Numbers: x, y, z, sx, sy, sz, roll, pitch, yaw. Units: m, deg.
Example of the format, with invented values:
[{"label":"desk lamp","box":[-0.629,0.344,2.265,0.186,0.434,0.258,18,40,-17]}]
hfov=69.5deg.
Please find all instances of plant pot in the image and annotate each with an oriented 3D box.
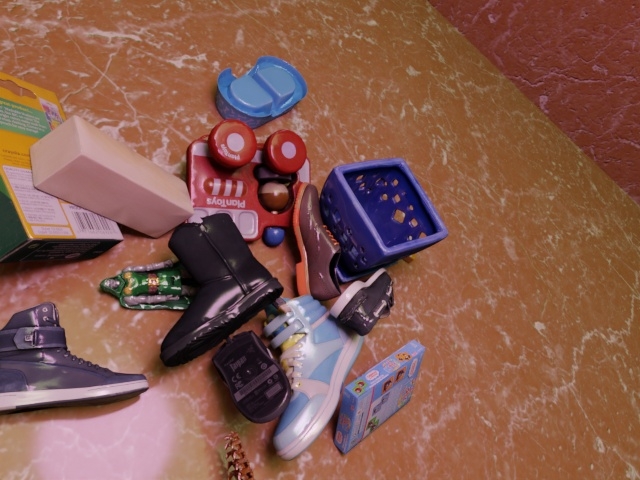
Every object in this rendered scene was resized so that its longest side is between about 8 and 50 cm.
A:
[{"label":"plant pot","box":[0.118,-0.039,1.111,0.236,0.212,0.236,-15,70,-39]}]

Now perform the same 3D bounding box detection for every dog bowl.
[{"label":"dog bowl","box":[-0.163,-0.400,1.259,0.166,0.074,0.297,47,48,2]}]

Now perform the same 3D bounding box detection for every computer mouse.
[{"label":"computer mouse","box":[-0.109,0.197,0.837,0.184,0.060,0.262,-39,51,-18]}]

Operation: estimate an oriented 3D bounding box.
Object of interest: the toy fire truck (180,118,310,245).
[{"label":"toy fire truck","box":[-0.161,-0.116,1.040,0.302,0.169,0.254,3,86,-33]}]

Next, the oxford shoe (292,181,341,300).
[{"label":"oxford shoe","box":[0.000,0.000,1.034,0.097,0.098,0.271,10,75,-70]}]

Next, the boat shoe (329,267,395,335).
[{"label":"boat shoe","box":[0.112,0.136,1.008,0.091,0.114,0.302,41,22,14]}]

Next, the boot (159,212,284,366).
[{"label":"boot","box":[-0.218,0.077,0.829,0.246,0.094,0.207,-35,70,-21]}]

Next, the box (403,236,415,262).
[{"label":"box","box":[0.207,-0.006,1.272,0.136,0.028,0.081,33,49,-7]}]

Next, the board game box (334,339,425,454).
[{"label":"board game box","box":[0.121,0.311,0.929,0.211,0.160,0.039,-20,39,-39]}]

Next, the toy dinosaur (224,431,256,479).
[{"label":"toy dinosaur","box":[-0.145,0.474,0.688,0.218,0.164,0.322,21,32,-38]}]

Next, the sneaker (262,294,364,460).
[{"label":"sneaker","box":[-0.057,0.234,0.885,0.208,0.127,0.319,42,38,-5]}]

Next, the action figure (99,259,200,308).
[{"label":"action figure","box":[-0.291,0.082,0.877,0.232,0.063,0.137,-1,65,-29]}]

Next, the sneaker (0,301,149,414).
[{"label":"sneaker","box":[-0.389,0.179,0.730,0.226,0.086,0.163,5,61,-29]}]

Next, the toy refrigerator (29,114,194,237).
[{"label":"toy refrigerator","box":[-0.358,-0.103,0.826,0.269,0.102,0.094,36,27,-61]}]

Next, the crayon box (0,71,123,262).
[{"label":"crayon box","box":[-0.490,-0.123,0.776,0.323,0.083,0.203,63,13,7]}]
